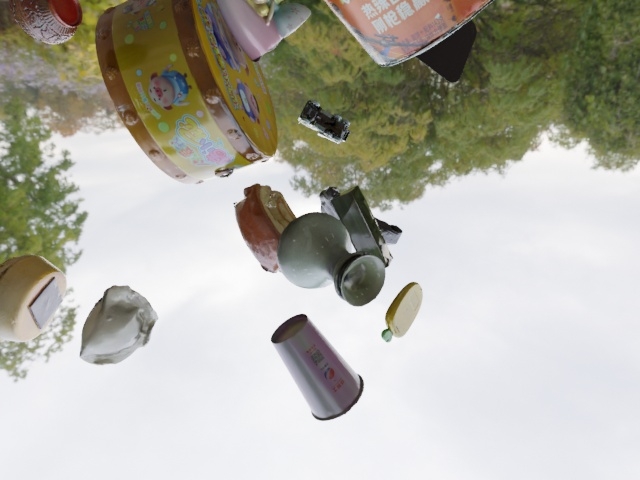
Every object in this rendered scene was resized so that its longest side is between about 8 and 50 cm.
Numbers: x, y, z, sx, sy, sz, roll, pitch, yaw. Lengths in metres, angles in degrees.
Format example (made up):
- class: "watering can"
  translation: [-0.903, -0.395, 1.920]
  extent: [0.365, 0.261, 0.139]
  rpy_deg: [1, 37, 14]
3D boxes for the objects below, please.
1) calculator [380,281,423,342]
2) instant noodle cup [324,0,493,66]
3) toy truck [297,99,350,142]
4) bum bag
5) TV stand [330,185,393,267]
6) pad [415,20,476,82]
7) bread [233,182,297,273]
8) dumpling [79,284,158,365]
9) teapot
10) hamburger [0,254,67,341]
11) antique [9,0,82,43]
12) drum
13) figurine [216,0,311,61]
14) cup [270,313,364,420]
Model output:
- class: "calculator"
  translation: [0.274, 0.240, 1.394]
  extent: [0.032, 0.146, 0.235]
  rpy_deg: [13, -124, 43]
- class: "instant noodle cup"
  translation: [0.113, -0.393, 0.560]
  extent: [0.296, 0.214, 0.296]
  rpy_deg: [-32, -153, 19]
- class: "toy truck"
  translation: [0.011, -0.421, 1.518]
  extent: [0.191, 0.085, 0.116]
  rpy_deg: [26, 178, -15]
- class: "bum bag"
  translation: [0.135, -0.073, 1.537]
  extent: [0.340, 0.144, 0.095]
  rpy_deg: [31, -127, -9]
- class: "TV stand"
  translation: [0.136, -0.033, 1.347]
  extent: [0.082, 0.269, 0.088]
  rpy_deg: [-22, -169, 25]
- class: "pad"
  translation: [0.328, -0.676, 1.394]
  extent: [0.375, 0.315, 0.063]
  rpy_deg: [27, 170, -21]
- class: "bread"
  translation: [-0.134, -0.038, 1.116]
  extent: [0.244, 0.123, 0.190]
  rpy_deg: [53, -153, 9]
- class: "dumpling"
  translation: [-0.401, 0.173, 0.839]
  extent: [0.127, 0.188, 0.108]
  rpy_deg: [26, -172, -35]
- class: "teapot"
  translation: [0.024, 0.043, 0.898]
  extent: [0.183, 0.184, 0.251]
  rpy_deg: [-16, -157, -26]
- class: "hamburger"
  translation: [-0.999, 0.190, 1.395]
  extent: [0.176, 0.300, 0.300]
  rpy_deg: [20, -154, -1]
- class: "antique"
  translation: [-0.451, -0.376, 0.687]
  extent: [0.104, 0.104, 0.104]
  rpy_deg: [-3, -155, 1]
- class: "drum"
  translation: [-0.271, -0.348, 0.952]
  extent: [0.214, 0.431, 0.431]
  rpy_deg: [-16, -157, 11]
- class: "figurine"
  translation: [-0.139, -0.588, 0.867]
  extent: [0.284, 0.316, 0.206]
  rpy_deg: [-42, -146, -7]
- class: "cup"
  translation: [-0.019, 0.377, 1.293]
  extent: [0.203, 0.288, 0.203]
  rpy_deg: [-30, -164, 10]
